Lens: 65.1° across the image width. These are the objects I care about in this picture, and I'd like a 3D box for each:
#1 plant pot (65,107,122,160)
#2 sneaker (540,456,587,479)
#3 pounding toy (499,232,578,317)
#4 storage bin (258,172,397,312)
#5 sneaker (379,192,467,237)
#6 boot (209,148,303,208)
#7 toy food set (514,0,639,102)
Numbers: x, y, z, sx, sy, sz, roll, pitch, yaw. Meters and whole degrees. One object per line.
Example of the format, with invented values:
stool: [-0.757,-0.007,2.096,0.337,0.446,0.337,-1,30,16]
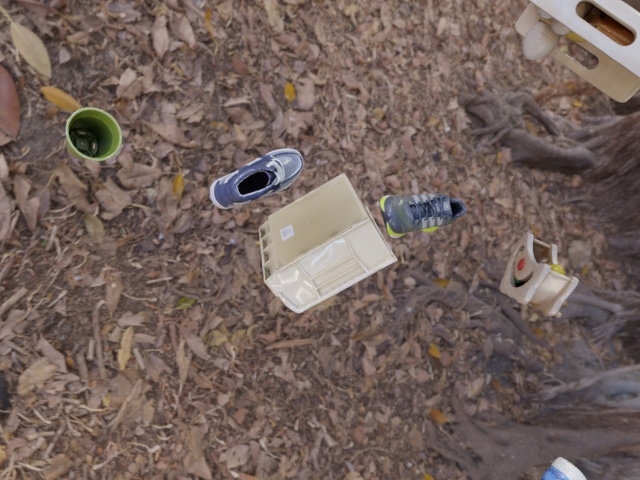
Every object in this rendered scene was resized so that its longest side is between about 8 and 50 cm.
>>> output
plant pot: [-0.376,-0.163,0.813,0.083,0.079,0.084,4,84,-38]
sneaker: [0.316,0.353,0.619,0.084,0.058,0.152,-40,98,-10]
pounding toy: [0.523,0.084,1.157,0.154,0.269,0.154,24,96,0]
storage bin: [0.000,0.000,1.144,0.123,0.260,0.262,56,8,-30]
sneaker: [0.255,-0.077,1.248,0.299,0.121,0.111,-11,84,-48]
boot: [-0.082,-0.103,0.813,0.190,0.086,0.069,-34,108,-34]
toy food set: [0.356,-0.262,0.680,0.219,0.092,0.306,40,25,8]
